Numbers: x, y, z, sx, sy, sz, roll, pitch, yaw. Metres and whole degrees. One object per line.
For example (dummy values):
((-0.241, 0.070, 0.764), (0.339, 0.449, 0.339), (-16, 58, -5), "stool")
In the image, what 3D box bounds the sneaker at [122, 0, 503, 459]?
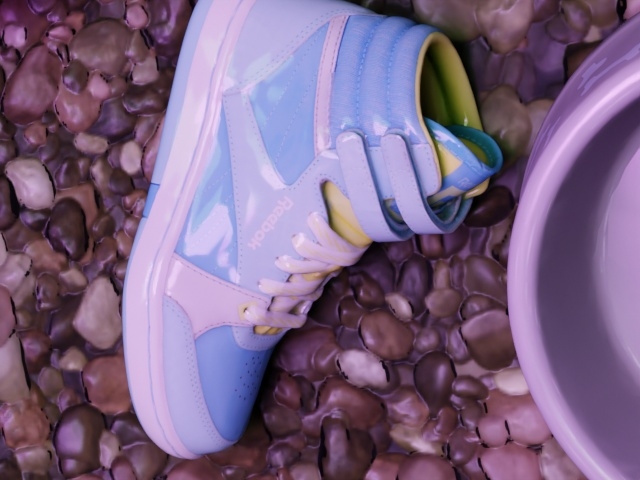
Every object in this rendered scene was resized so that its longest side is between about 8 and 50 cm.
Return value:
((0.000, 0.000, 1.169), (0.208, 0.127, 0.319), (13, 98, 25), "sneaker")

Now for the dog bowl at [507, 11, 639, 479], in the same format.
((0.261, 0.025, 1.025), (0.349, 0.102, 0.349), (7, 108, 22), "dog bowl")
